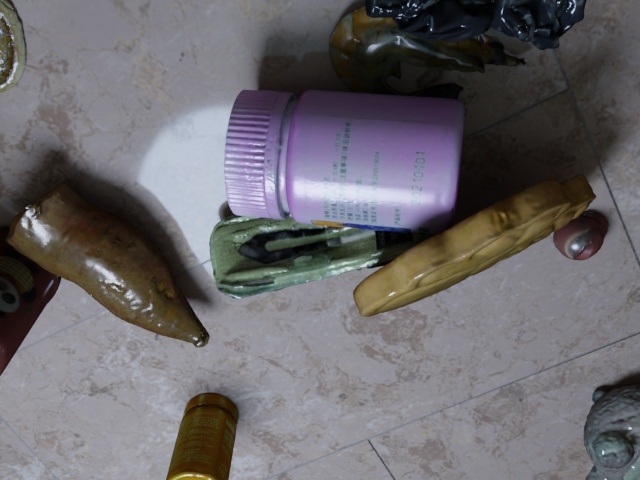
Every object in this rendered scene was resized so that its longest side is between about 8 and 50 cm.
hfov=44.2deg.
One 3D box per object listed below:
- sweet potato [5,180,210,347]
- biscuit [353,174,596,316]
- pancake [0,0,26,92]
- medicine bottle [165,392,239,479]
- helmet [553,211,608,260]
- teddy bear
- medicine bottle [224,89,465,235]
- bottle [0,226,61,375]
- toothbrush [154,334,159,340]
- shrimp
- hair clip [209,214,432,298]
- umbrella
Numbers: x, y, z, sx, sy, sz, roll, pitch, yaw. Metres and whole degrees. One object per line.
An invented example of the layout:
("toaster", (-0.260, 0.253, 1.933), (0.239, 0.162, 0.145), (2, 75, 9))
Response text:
("sweet potato", (-0.289, 0.042, 1.157), (0.337, 0.131, 0.131), (36, 113, -16))
("biscuit", (0.201, 0.015, 1.045), (0.351, 0.312, 0.057), (-29, 80, 13))
("pancake", (-0.469, -0.266, 1.052), (0.158, 0.028, 0.158), (0, 120, 0))
("medicine bottle", (-0.189, 0.342, 1.271), (0.096, 0.192, 0.096), (1, 116, 1))
("helmet", (0.388, -0.001, 1.157), (0.084, 0.049, 0.065), (-31, 111, 17))
("teddy bear", (0.535, 0.360, 1.289), (0.236, 0.151, 0.267), (-30, 108, 9))
("medicine bottle", (0.035, -0.104, 1.024), (0.291, 0.178, 0.178), (4, 118, 9))
("bottle", (-0.473, 0.117, 1.079), (0.144, 0.336, 0.144), (0, 119, 1))
("toothbrush", (-0.245, 0.125, 1.263), (0.008, 0.006, 0.097), (33, 114, -1))
("shrimp", (0.134, -0.224, 1.043), (0.254, 0.059, 0.145), (17, 120, -7))
("hair clip", (0.001, 0.000, 1.147), (0.321, 0.138, 0.091), (-12, 161, 7))
("umbrella", (0.189, -0.289, 0.955), (0.273, 0.122, 0.110), (-3, 163, -13))
